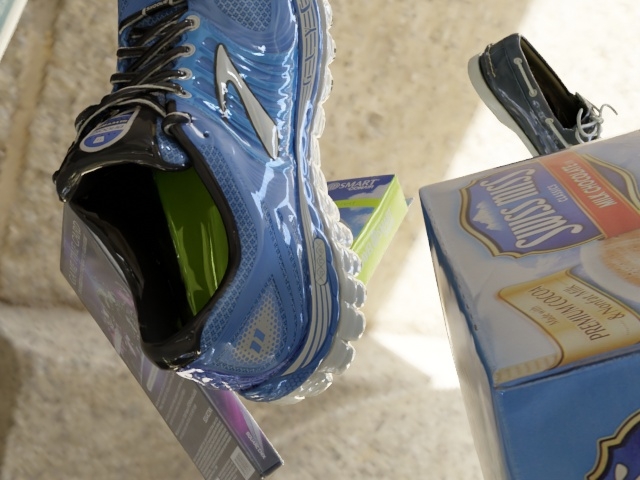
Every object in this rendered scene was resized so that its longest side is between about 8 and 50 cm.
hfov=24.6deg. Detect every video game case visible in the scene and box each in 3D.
[{"bbox_3d":[-0.133,0.098,1.229,0.026,0.274,0.196,-32,170,-20],"label":"video game case"}]

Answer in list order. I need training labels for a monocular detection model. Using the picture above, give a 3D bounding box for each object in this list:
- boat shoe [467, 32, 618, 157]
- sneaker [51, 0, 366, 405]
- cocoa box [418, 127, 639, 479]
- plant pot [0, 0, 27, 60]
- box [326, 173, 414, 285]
[{"bbox_3d":[0.274,-0.134,1.653,0.254,0.079,0.095,45,39,-18],"label":"boat shoe"},{"bbox_3d":[-0.072,-0.073,0.832,0.147,0.130,0.330,10,61,-50],"label":"sneaker"},{"bbox_3d":[0.188,0.085,0.684,0.228,0.347,0.231,-14,104,3],"label":"cocoa box"},{"bbox_3d":[-0.393,-0.170,1.165,0.293,0.293,0.235,24,79,-40],"label":"plant pot"},{"bbox_3d":[0.000,0.000,1.204,0.178,0.109,0.042,-57,135,-51],"label":"box"}]
